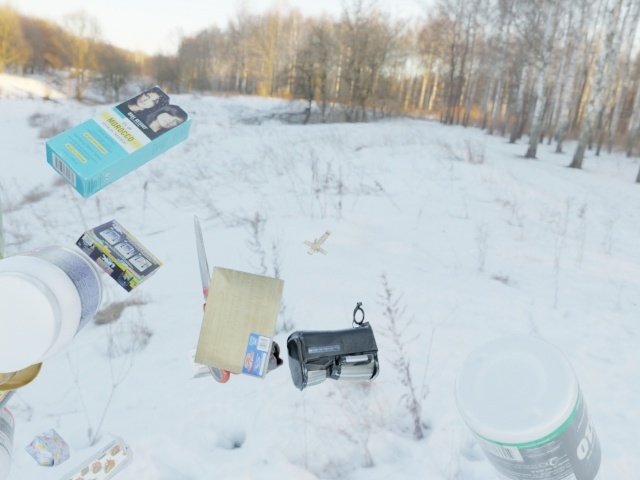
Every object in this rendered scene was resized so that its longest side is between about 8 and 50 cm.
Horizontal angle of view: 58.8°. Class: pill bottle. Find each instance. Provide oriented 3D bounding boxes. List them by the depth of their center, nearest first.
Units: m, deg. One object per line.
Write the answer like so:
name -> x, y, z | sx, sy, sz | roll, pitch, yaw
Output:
pill bottle -> -0.415, 0.092, 0.823 | 0.153, 0.153, 0.264 | 3, 4, -12
pill bottle -> 0.396, 0.355, 1.047 | 0.204, 0.361, 0.204 | -21, 38, 17
pill bottle -> -0.900, 0.562, 1.475 | 0.176, 0.176, 0.318 | -1, 14, -24

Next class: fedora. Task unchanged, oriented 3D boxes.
fedora -> -0.640, 0.229, 1.096 | 0.194, 0.194, 0.079 | 6, 24, -1

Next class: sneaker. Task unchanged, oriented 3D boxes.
sneaker -> -0.238, 0.360, 1.999 | 0.162, 0.281, 0.106 | -30, 26, 41

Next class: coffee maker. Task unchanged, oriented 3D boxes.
coffee maker -> 0.020, 0.233, 1.238 | 0.178, 0.120, 0.171 | 1, 46, -24

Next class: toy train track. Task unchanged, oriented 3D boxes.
toy train track -> 0.000, 0.000, 1.033 | 0.048, 0.014, 0.083 | 29, 38, 11

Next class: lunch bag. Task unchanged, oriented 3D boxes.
lunch bag -> -0.630, 0.489, 1.319 | 0.083, 0.053, 0.071 | 41, 2, 5

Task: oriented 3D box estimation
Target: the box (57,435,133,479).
box -> -0.609, 0.606, 1.378 | 0.324, 0.063, 0.067 | -35, 7, -13

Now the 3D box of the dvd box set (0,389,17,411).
dvd box set -> -0.931, 0.271, 1.368 | 0.420, 0.062, 0.308 | 28, 50, -4

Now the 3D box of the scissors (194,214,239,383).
scissors -> -0.203, 0.109, 1.005 | 0.021, 0.297, 0.109 | -18, -2, -42

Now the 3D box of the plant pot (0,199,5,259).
plant pot -> -0.873, -0.082, 1.252 | 0.366, 0.366, 0.353 | 1, 47, -19

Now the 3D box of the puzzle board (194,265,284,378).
puzzle board -> -0.104, 0.104, 0.728 | 0.096, 0.128, 0.011 | 11, -2, 10

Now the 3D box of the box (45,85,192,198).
box -> -0.355, -0.182, 1.021 | 0.100, 0.060, 0.244 | 42, 53, 6

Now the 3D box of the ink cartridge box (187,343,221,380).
ink cartridge box -> -0.240, 0.269, 1.375 | 0.115, 0.067, 0.198 | -14, 4, 14

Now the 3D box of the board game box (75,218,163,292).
board game box -> -0.484, 0.034, 1.377 | 0.170, 0.048, 0.141 | 44, 14, -4
